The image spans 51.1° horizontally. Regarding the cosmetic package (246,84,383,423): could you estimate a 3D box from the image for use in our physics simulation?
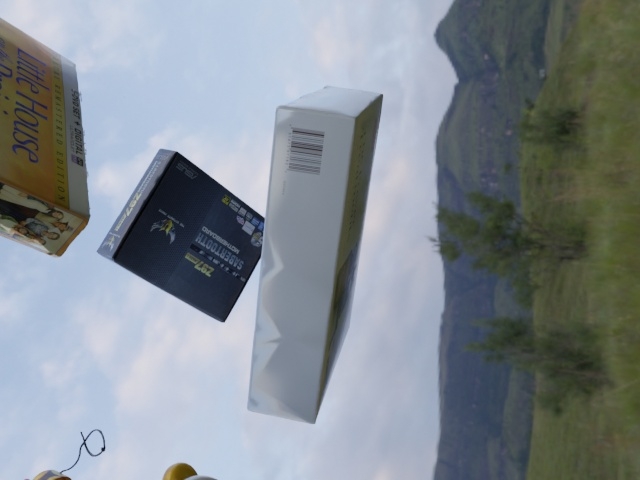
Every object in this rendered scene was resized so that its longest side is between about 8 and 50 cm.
[{"bbox_3d":[0.000,0.000,0.886,0.284,0.097,0.377,-63,-19,-70],"label":"cosmetic package"}]

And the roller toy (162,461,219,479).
[{"bbox_3d":[-0.204,0.483,1.072,0.191,0.146,0.209,46,-156,-23],"label":"roller toy"}]

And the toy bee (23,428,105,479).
[{"bbox_3d":[-0.617,0.585,1.514,0.162,0.195,0.298,29,-127,-58],"label":"toy bee"}]

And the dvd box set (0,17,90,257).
[{"bbox_3d":[-0.404,-0.176,0.574,0.420,0.062,0.308,30,-155,-39],"label":"dvd box set"}]

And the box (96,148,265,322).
[{"bbox_3d":[-0.196,-0.002,1.031,0.232,0.059,0.183,39,-105,-40],"label":"box"}]
